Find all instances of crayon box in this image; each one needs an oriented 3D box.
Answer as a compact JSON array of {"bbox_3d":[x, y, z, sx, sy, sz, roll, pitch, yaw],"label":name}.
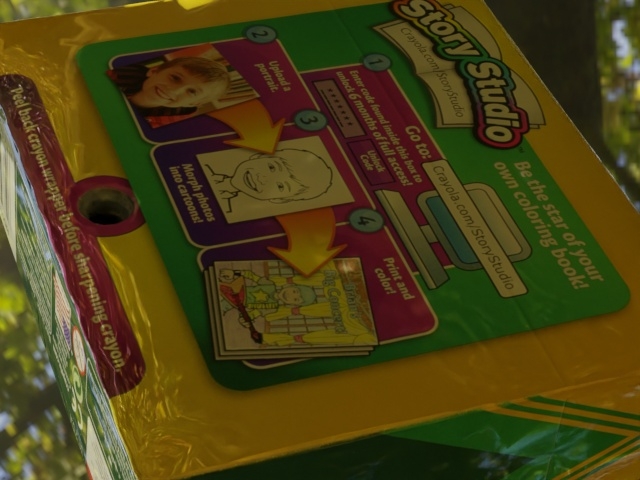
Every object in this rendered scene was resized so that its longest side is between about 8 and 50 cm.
[{"bbox_3d":[0.000,0.000,0.972,0.313,0.106,0.363,-10,-135,-18],"label":"crayon box"}]
